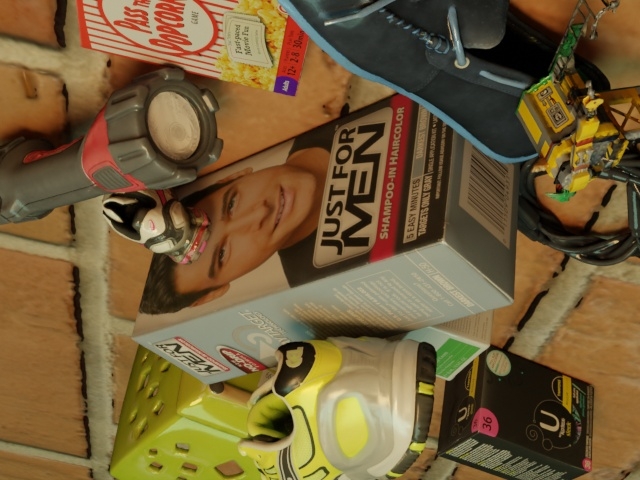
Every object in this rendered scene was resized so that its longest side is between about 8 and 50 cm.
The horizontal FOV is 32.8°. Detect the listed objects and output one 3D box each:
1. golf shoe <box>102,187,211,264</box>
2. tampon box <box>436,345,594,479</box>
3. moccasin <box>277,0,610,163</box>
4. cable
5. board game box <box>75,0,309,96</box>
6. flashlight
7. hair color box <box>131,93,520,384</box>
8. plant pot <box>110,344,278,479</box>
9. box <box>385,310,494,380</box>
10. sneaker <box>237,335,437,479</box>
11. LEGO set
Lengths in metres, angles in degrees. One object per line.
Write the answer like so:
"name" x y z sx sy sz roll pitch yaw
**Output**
"golf shoe" -0.183 -0.034 1.089 0.086 0.067 0.186 25 178 -35
"tampon box" 0.243 0.223 1.351 0.161 0.120 0.101 22 145 -16
"moccasin" 0.095 -0.179 0.825 0.117 0.137 0.342 -27 145 37
"cable" 0.259 -0.038 1.043 0.184 0.047 0.150 35 134 -27
"board game box" -0.101 -0.193 0.889 0.193 0.045 0.147 13 156 -2
"flashlight" -0.223 -0.082 1.031 0.103 0.103 0.304 -10 -179 -44
"hair color box" 0.000 0.000 1.035 0.374 0.185 0.113 -20 137 37
"plant pot" -0.096 0.182 1.306 0.228 0.227 0.207 23 138 -18
"box" 0.131 0.081 1.192 0.087 0.102 0.101 20 146 -10
"sneaker" -0.010 0.195 1.072 0.147 0.145 0.384 15 140 -8
"LEGO set" 0.291 -0.112 0.720 0.255 0.192 0.331 -4 143 -23
